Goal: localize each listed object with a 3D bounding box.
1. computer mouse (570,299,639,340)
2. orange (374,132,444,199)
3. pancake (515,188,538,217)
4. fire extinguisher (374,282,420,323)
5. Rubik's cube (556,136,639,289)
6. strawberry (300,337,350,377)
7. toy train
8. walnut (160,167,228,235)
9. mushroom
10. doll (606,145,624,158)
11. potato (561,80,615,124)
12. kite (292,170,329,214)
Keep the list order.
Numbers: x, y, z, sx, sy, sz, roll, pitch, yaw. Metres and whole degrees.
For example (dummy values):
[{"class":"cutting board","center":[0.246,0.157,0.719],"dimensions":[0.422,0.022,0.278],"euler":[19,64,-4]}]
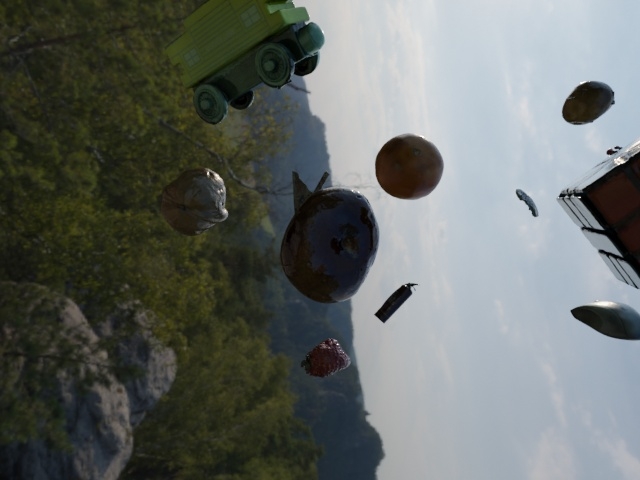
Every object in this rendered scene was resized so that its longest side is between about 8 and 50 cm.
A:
[{"class":"computer mouse","center":[1.196,0.310,2.169],"dimensions":[0.371,0.189,0.121],"euler":[-132,-137,-82]},{"class":"orange","center":[0.338,-0.281,2.006],"dimensions":[0.261,0.261,0.260],"euler":[170,-90,-88]},{"class":"pancake","center":[0.777,-0.143,1.960],"dimensions":[0.129,0.023,0.116],"euler":[56,32,7]},{"class":"fire extinguisher","center":[0.230,0.182,1.587],"dimensions":[0.043,0.158,0.064],"euler":[48,-7,-27]},{"class":"Rubik's cube","center":[0.753,-0.078,1.179],"dimensions":[0.283,0.294,0.288],"euler":[57,12,4]},{"class":"strawberry","center":[0.046,0.481,2.074],"dimensions":[0.107,0.236,0.175],"euler":[32,-59,44]},{"class":"toy train","center":[-0.200,-0.482,1.318],"dimensions":[0.179,0.442,0.272],"euler":[-43,111,-51]},{"class":"walnut","center":[-0.273,-0.084,1.147],"dimensions":[0.166,0.149,0.166],"euler":[-63,178,-3]},{"class":"mushroom","center":[0.009,0.019,1.269],"dimensions":[0.255,0.267,0.267],"euler":[-24,-108,47]},{"class":"doll","center":[1.049,-0.269,1.745],"dimensions":[0.195,0.062,0.104],"euler":[33,-49,58]},{"class":"potato","center":[0.900,-0.464,1.758],"dimensions":[0.137,0.176,0.137],"euler":[47,-16,17]},{"class":"kite","center":[-0.035,-0.186,2.359],"dimensions":[0.335,0.012,0.314],"euler":[49,-52,16]}]
